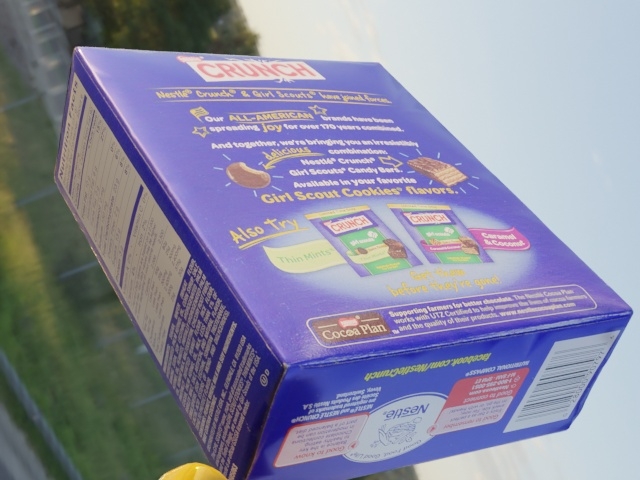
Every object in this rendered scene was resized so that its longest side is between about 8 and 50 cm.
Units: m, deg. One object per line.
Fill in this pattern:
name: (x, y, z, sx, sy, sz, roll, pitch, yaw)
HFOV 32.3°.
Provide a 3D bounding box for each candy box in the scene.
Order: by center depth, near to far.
candy box: (0.000, 0.000, 0.744, 0.317, 0.268, 0.122, 53, -46, 39)

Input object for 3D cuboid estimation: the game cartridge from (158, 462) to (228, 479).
game cartridge: (-0.039, 0.315, 0.504, 0.285, 0.052, 0.324, 43, 51, -16)
